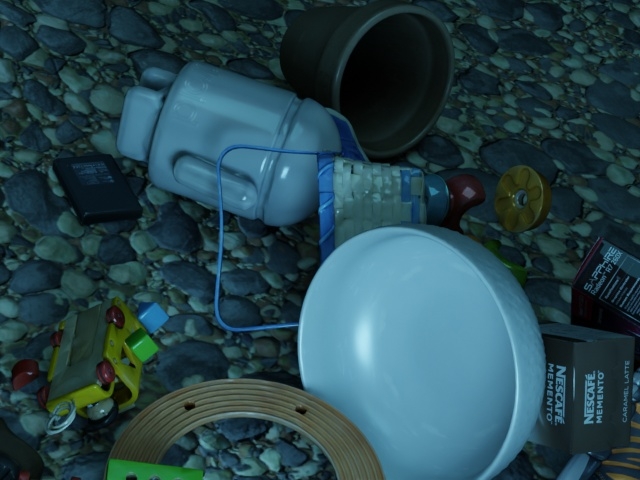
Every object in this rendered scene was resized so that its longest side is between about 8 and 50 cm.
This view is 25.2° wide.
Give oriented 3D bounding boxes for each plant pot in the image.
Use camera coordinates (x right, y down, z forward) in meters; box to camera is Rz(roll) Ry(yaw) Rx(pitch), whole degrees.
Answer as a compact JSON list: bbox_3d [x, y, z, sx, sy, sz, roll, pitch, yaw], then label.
[{"bbox_3d":[0.053,-0.289,2.389,0.263,0.263,0.229,-16,30,-36],"label":"plant pot"}]

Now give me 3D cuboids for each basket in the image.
[{"bbox_3d":[0.000,0.000,1.954,0.289,0.254,0.201,2,-1,-4],"label":"basket"}]

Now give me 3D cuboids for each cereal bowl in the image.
[{"bbox_3d":[0.139,0.143,1.774,0.339,0.339,0.141,40,29,28],"label":"cereal bowl"}]

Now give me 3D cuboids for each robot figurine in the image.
[{"bbox_3d":[-0.120,-0.141,2.132,0.353,0.199,0.300,19,36,2],"label":"robot figurine"}]

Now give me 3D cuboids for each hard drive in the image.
[{"bbox_3d":[-0.329,-0.077,2.116,0.094,0.022,0.135,-7,43,-29],"label":"hard drive"}]

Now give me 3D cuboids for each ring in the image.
[{"bbox_3d":[-0.087,0.297,1.693,0.337,0.032,0.336,5,41,-4],"label":"ring"}]

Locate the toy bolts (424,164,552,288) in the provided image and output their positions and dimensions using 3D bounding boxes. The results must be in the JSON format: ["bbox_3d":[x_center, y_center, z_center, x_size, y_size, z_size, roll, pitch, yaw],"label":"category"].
[{"bbox_3d":[0.204,-0.041,2.133,0.158,0.218,0.228,6,29,-37],"label":"toy bolts"}]

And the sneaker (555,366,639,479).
[{"bbox_3d":[0.424,0.302,1.863,0.180,0.124,0.321,33,50,14],"label":"sneaker"}]

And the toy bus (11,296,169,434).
[{"bbox_3d":[-0.270,0.169,1.757,0.202,0.104,0.191,-49,34,-19],"label":"toy bus"}]

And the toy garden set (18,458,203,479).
[{"bbox_3d":[-0.235,0.354,1.543,0.204,0.049,0.244,9,52,-11],"label":"toy garden set"}]

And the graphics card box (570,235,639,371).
[{"bbox_3d":[0.521,0.155,1.982,0.371,0.233,0.094,31,77,18],"label":"graphics card box"}]

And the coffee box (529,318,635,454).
[{"bbox_3d":[0.278,0.176,1.822,0.098,0.141,0.246,-2,4,-30],"label":"coffee box"}]

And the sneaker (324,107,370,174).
[{"bbox_3d":[0.029,-0.133,2.248,0.058,0.152,0.084,-18,36,23],"label":"sneaker"}]

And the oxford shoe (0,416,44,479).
[{"bbox_3d":[-0.419,0.228,1.655,0.227,0.083,0.096,31,24,12],"label":"oxford shoe"}]
